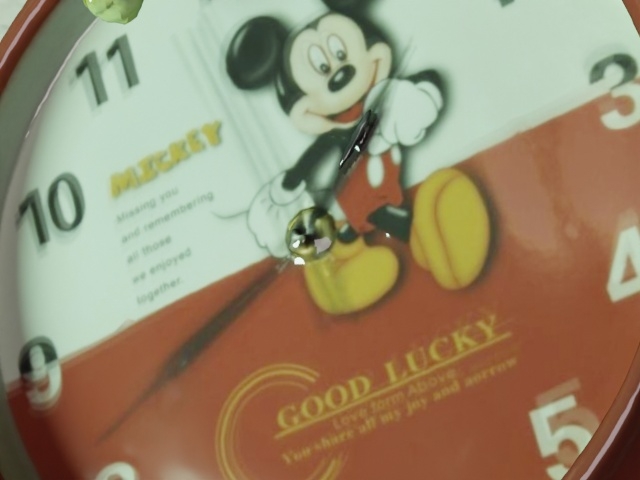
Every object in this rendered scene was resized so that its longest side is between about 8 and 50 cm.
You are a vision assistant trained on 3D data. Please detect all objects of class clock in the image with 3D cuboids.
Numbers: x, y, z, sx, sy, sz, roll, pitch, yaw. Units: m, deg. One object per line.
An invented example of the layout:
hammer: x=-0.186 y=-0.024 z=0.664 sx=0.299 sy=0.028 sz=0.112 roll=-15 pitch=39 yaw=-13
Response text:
clock: x=0.000 y=0.000 z=0.589 sx=0.318 sy=0.080 sz=0.319 roll=-8 pitch=73 yaw=27

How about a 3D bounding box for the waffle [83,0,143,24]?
waffle: x=-0.112 y=-0.199 z=0.594 sx=0.214 sy=0.054 sz=0.208 roll=27 pitch=98 yaw=15
